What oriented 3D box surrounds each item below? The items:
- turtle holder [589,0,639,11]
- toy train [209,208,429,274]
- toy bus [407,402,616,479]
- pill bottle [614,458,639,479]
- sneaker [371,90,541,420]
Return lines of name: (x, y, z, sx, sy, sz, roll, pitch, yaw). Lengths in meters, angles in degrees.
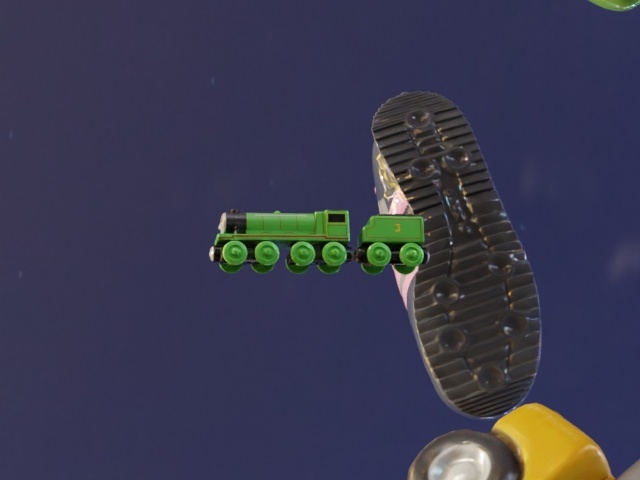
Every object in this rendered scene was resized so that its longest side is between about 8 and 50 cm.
turtle holder: (0.117, -0.289, 0.956, 0.227, 0.320, 0.243, 16, -85, -36)
toy train: (0.000, 0.000, 0.554, 0.083, 0.017, 0.023, 1, -106, -10)
toy bus: (0.010, 0.218, 0.611, 0.333, 0.130, 0.108, -36, -48, -15)
pill bottle: (0.247, 0.044, 0.356, 0.363, 0.210, 0.210, -44, -66, 7)
sneaker: (0.118, 0.027, 1.291, 0.112, 0.319, 0.131, -8, -32, -3)
